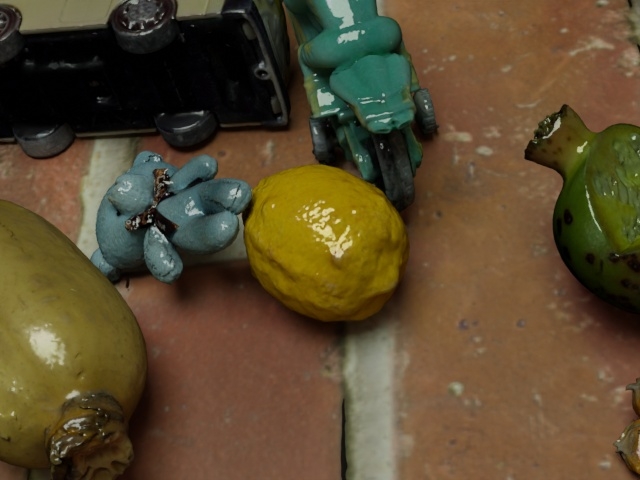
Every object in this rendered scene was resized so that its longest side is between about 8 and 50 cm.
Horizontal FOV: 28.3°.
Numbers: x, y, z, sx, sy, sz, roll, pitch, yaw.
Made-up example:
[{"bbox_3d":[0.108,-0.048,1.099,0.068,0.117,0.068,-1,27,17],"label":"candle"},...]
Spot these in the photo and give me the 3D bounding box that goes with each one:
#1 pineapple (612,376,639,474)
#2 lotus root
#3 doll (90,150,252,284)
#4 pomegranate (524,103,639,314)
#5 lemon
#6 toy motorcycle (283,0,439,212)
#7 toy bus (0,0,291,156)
[{"bbox_3d":[0.297,0.121,0.820,0.225,0.076,0.225,-8,50,10],"label":"pineapple"},{"bbox_3d":[-0.221,0.073,0.959,0.146,0.131,0.303,-48,52,7],"label":"lotus root"},{"bbox_3d":[-0.128,-0.025,1.007,0.180,0.075,0.120,-5,58,58],"label":"doll"},{"bbox_3d":[0.220,-0.016,0.910,0.169,0.122,0.143,22,45,14],"label":"pomegranate"},{"bbox_3d":[0.000,0.000,0.968,0.155,0.114,0.114,29,65,36],"label":"lemon"},{"bbox_3d":[0.027,-0.166,1.036,0.109,0.198,0.296,-16,52,-4],"label":"toy motorcycle"},{"bbox_3d":[-0.175,-0.190,1.143,0.305,0.143,0.179,-2,50,15],"label":"toy bus"}]
